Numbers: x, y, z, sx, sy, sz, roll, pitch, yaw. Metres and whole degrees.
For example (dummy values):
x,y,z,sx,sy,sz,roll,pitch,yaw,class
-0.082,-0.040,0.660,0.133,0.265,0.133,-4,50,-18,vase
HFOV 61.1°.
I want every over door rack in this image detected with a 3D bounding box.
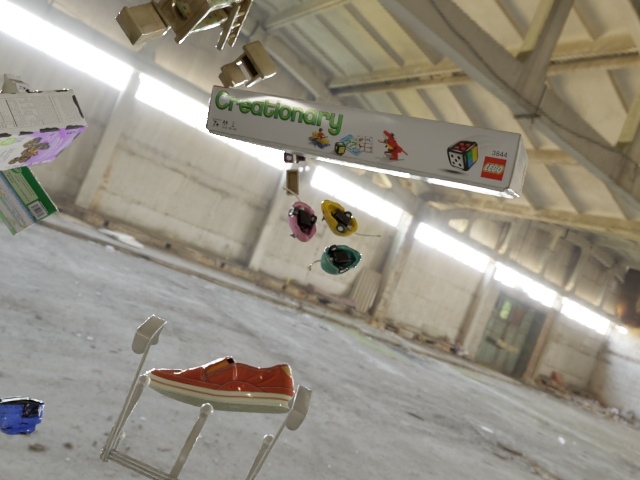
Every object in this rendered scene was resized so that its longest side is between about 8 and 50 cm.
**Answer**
x,y,z,sx,sy,sz,roll,pitch,yaw,class
-0.170,0.257,0.787,0.239,0.324,0.108,26,34,-3,over door rack

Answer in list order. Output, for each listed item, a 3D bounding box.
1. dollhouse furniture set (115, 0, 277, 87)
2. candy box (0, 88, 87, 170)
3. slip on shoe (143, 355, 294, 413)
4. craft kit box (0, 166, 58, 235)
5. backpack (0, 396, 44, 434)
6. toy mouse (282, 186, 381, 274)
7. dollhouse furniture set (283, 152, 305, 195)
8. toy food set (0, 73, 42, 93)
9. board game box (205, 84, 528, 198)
x,y,z,sx,sy,sz,roll,pitch,yaw,class
-0.151,-0.287,0.762,0.101,0.182,0.161,-23,-75,43,dollhouse furniture set
-0.501,-0.166,0.852,0.164,0.070,0.196,-21,2,42,candy box
-0.211,0.295,1.134,0.330,0.102,0.123,1,-29,11,slip on shoe
-0.659,-0.137,1.108,0.246,0.061,0.250,-9,-65,48,craft kit box
-0.841,0.482,1.489,0.097,0.101,0.120,-11,-21,36,backpack
0.000,0.000,0.722,0.161,0.143,0.031,37,-48,-13,toy mouse
-0.050,-0.162,1.302,0.090,0.115,0.081,1,12,5,dollhouse furniture set
-0.704,-0.335,1.161,0.111,0.105,0.232,-18,1,19,toy food set
0.059,-0.102,0.581,0.305,0.053,0.193,15,8,21,board game box
